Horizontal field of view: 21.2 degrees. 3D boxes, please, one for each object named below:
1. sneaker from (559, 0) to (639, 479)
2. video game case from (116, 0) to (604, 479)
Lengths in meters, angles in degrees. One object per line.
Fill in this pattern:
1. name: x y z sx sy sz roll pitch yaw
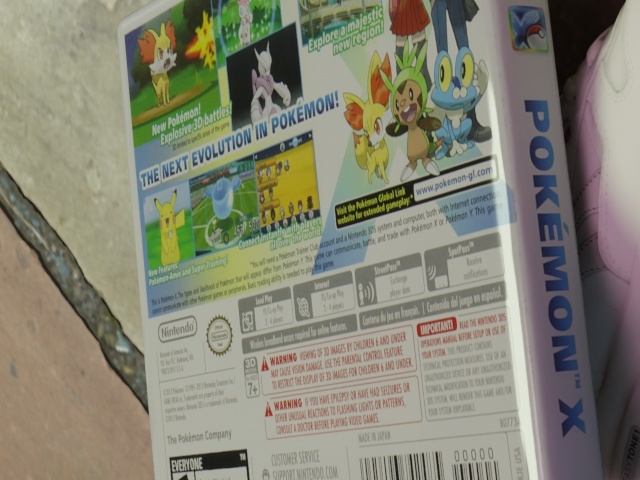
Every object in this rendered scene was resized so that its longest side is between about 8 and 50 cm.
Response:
1. sneaker: 0.118 -0.029 0.719 0.152 0.114 0.305 26 121 33
2. video game case: 0.000 0.000 0.800 0.329 0.036 0.300 -16 77 57
